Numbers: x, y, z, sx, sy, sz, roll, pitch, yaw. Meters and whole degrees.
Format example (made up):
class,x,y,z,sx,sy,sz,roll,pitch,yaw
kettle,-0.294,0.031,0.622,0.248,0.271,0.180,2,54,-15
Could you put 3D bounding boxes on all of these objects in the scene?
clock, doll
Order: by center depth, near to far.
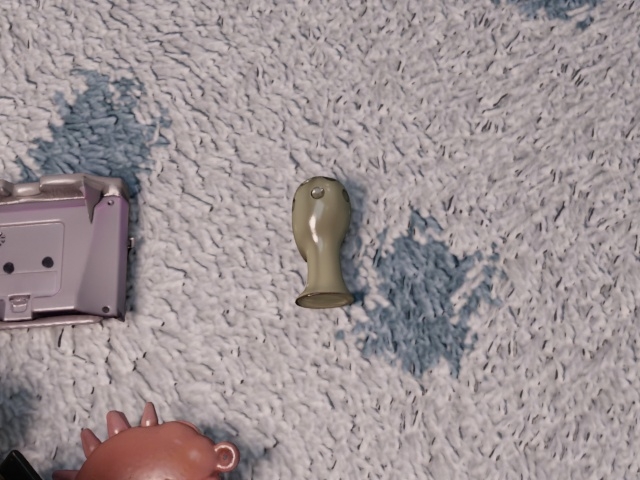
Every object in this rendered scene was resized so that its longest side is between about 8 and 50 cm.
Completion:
class,x,y,z,sx,sy,sz,roll,pitch,yaw
doll,-0.202,0.291,1.278,0.262,0.093,0.211,-38,74,10
clock,-0.354,0.017,1.416,0.253,0.083,0.186,-5,68,6

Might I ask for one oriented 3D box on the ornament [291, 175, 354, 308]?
class,x,y,z,sx,sy,sz,roll,pitch,yaw
ornament,0.000,0.000,1.380,0.075,0.081,0.156,6,69,-26

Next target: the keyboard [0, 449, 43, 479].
class,x,y,z,sx,sy,sz,roll,pitch,yaw
keyboard,-0.238,0.396,1.243,0.381,0.041,0.103,52,120,17

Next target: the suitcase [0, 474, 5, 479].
class,x,y,z,sx,sy,sz,roll,pitch,yaw
suitcase,-0.312,0.390,1.107,0.194,0.283,0.434,-34,68,-25
